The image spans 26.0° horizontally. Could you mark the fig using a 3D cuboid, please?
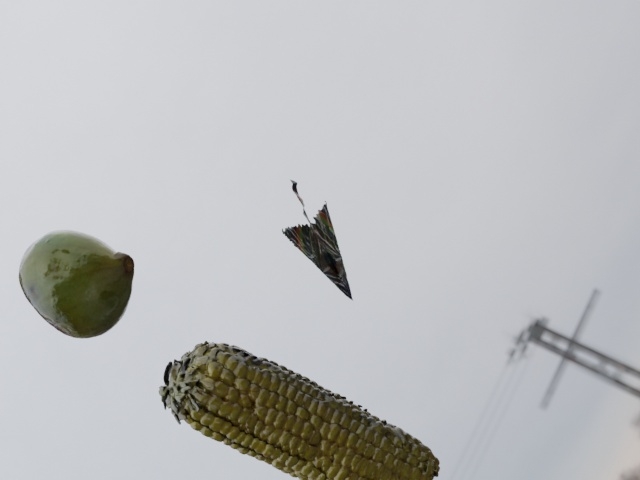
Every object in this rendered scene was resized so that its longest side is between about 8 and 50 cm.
[{"bbox_3d":[-0.295,0.052,1.670,0.120,0.153,0.136,-62,-28,-4],"label":"fig"}]

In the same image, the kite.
[{"bbox_3d":[0.000,0.000,0.906,0.004,0.090,0.122,-28,-2,16],"label":"kite"}]

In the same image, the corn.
[{"bbox_3d":[-0.022,0.201,1.495,0.115,0.318,0.115,-62,6,12],"label":"corn"}]
